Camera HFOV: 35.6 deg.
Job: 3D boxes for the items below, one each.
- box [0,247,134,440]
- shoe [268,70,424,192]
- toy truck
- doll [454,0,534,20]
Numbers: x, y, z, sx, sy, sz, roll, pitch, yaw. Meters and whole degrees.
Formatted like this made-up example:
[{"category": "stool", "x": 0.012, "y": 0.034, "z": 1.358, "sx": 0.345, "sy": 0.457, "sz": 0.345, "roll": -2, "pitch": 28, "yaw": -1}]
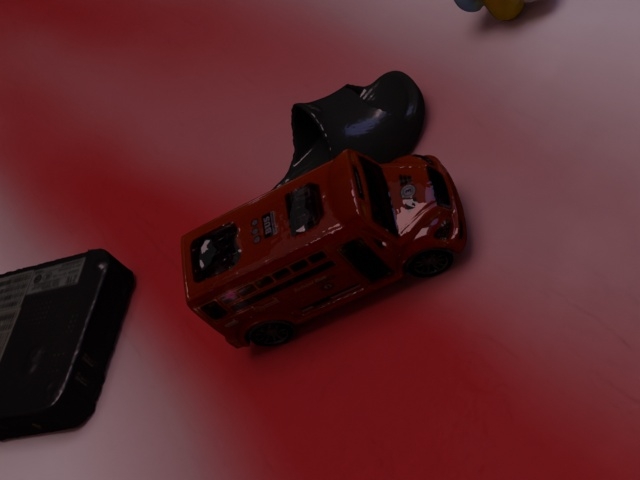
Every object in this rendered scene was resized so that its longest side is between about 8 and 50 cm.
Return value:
[{"category": "box", "x": -0.381, "y": 0.133, "z": 1.163, "sx": 0.350, "sy": 0.058, "sz": 0.211, "roll": -13, "pitch": 47, "yaw": 30}, {"category": "shoe", "x": 0.003, "y": -0.092, "z": 1.017, "sx": 0.241, "sy": 0.093, "sz": 0.108, "roll": -47, "pitch": 38, "yaw": -2}, {"category": "toy truck", "x": 0.000, "y": 0.000, "z": 0.908, "sx": 0.252, "sy": 0.114, "sz": 0.108, "roll": -26, "pitch": 51, "yaw": 20}, {"category": "doll", "x": 0.251, "y": -0.423, "z": 1.020, "sx": 0.365, "sy": 0.187, "sz": 0.376, "roll": -31, "pitch": 44, "yaw": 17}]
